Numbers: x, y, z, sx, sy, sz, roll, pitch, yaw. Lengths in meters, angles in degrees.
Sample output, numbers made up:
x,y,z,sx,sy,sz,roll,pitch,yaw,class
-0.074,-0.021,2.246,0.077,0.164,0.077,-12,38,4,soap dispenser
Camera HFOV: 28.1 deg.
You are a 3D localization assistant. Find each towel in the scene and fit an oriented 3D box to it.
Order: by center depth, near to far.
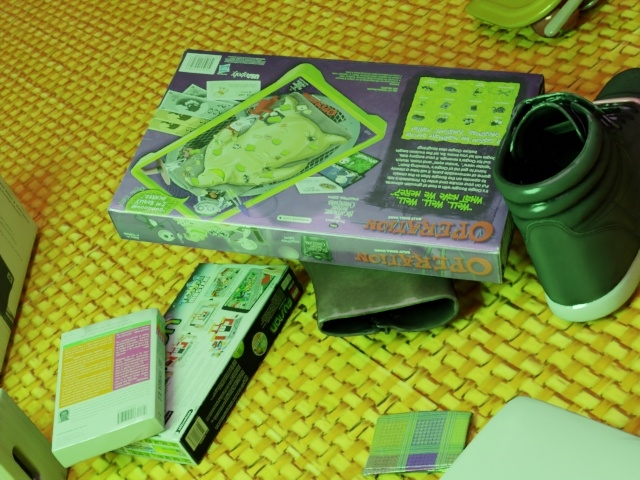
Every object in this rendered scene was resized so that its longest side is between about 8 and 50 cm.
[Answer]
x,y,z,sx,sy,sz,roll,pitch,yaw,class
0.074,0.156,0.985,0.083,0.009,0.060,-9,39,27,towel

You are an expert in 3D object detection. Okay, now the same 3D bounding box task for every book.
x,y,z,sx,sy,sz,roll,pitch,yaw,class
-0.184,0.125,1.129,0.096,0.035,0.144,-20,36,10,book

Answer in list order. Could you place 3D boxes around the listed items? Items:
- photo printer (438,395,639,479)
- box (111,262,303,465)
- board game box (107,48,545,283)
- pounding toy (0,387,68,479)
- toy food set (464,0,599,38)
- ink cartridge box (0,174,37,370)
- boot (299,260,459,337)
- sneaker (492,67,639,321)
x,y,z,sx,sy,sz,roll,pitch,yaw,class
0.170,0.237,0.725,0.256,0.107,0.307,-46,37,-22,photo printer
-0.110,0.105,1.160,0.114,0.036,0.207,1,45,37,box
0.009,-0.074,1.127,0.346,0.056,0.208,7,49,18,board game box
-0.314,0.204,1.092,0.130,0.141,0.100,-19,36,16,pounding toy
0.240,-0.267,1.356,0.128,0.071,0.218,-56,34,4,toy food set
-0.448,0.072,1.367,0.223,0.129,0.307,-20,36,14,ink cartridge box
0.000,0.000,1.134,0.248,0.090,0.207,-5,39,8,boot
0.229,-0.087,1.057,0.104,0.147,0.296,-6,40,33,sneaker
